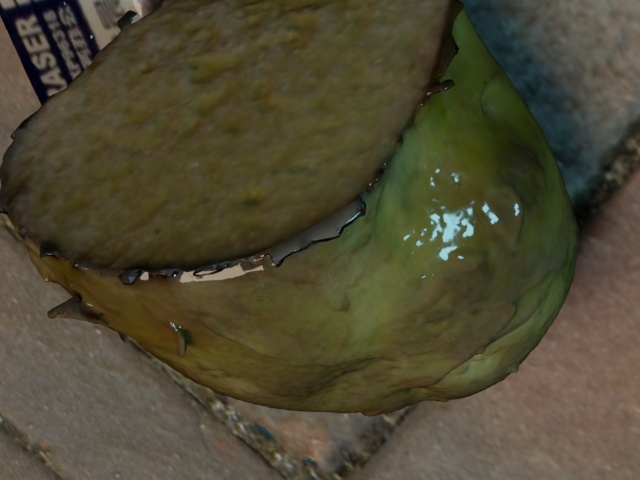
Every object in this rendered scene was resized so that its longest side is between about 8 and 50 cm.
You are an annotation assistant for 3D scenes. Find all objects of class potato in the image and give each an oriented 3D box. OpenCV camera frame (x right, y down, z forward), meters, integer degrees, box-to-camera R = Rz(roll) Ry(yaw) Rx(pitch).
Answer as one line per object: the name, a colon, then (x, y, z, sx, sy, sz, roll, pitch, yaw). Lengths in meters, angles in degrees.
potato: (0.000, 0.000, 1.021, 0.288, 0.301, 0.237, 9, 141, 33)

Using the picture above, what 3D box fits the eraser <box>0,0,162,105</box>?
eraser: (-0.120, -0.111, 1.143, 0.130, 0.086, 0.287, -8, 114, 39)
